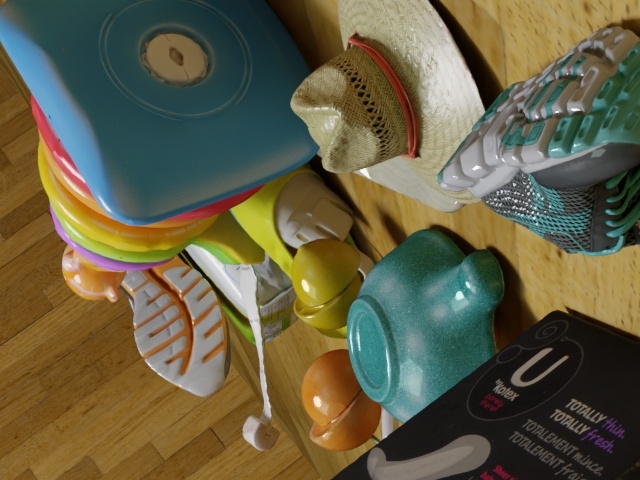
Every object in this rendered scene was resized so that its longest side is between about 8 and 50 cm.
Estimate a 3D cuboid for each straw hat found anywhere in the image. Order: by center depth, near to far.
[{"bbox_3d":[0.020,-0.064,0.648,0.144,0.061,0.144,56,164,25],"label":"straw hat"}]

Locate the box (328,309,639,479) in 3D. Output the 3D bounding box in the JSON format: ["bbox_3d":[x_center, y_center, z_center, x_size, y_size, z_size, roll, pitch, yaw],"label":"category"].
[{"bbox_3d":[0.081,0.179,0.632,0.143,0.270,0.165,58,169,-19],"label":"box"}]

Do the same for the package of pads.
[{"bbox_3d":[-0.111,-0.055,1.216,0.296,0.101,0.229,52,171,8],"label":"package of pads"}]

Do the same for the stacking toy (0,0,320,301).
[{"bbox_3d":[-0.130,-0.038,0.903,0.175,0.166,0.302,57,148,16],"label":"stacking toy"}]

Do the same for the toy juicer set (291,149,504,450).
[{"bbox_3d":[0.054,0.039,0.848,0.209,0.090,0.329,-125,31,-48],"label":"toy juicer set"}]

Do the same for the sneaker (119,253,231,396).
[{"bbox_3d":[-0.133,0.061,1.208,0.215,0.084,0.083,58,179,38],"label":"sneaker"}]

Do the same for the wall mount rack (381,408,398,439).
[{"bbox_3d":[0.133,0.349,1.397,0.304,0.130,0.350,46,168,21],"label":"wall mount rack"}]

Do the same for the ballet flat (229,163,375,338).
[{"bbox_3d":[0.000,0.000,1.015,0.077,0.077,0.231,16,149,39],"label":"ballet flat"}]

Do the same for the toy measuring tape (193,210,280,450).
[{"bbox_3d":[-0.105,0.008,1.040,0.121,0.121,0.330,-173,77,-76],"label":"toy measuring tape"}]

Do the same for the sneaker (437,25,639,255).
[{"bbox_3d":[0.103,-0.029,0.495,0.076,0.065,0.166,38,174,-5],"label":"sneaker"}]
